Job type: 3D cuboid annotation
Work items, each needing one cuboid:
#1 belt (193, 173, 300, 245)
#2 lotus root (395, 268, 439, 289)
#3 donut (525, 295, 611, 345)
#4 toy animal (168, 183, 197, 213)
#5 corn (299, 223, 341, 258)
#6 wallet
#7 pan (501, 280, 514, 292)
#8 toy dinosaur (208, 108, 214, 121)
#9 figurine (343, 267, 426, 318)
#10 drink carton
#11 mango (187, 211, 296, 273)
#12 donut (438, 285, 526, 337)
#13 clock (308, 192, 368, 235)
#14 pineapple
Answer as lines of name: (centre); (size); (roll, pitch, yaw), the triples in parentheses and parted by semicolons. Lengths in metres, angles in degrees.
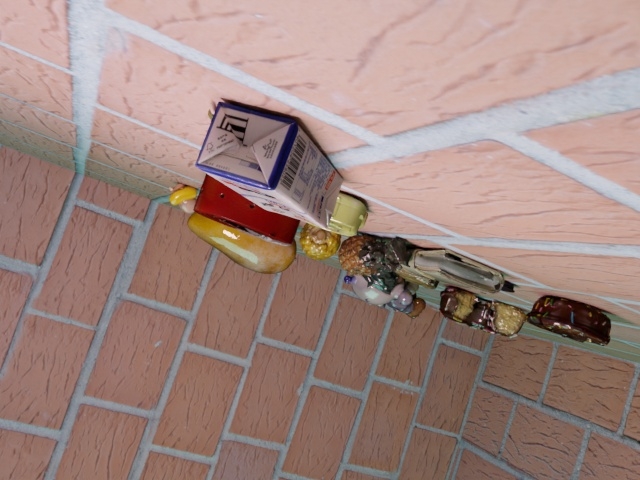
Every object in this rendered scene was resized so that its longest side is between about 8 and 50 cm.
belt: (-0.180, -0.074, 1.660); (0.324, 0.115, 0.227); (23, 174, -42)
lotus root: (0.314, 0.098, 1.957); (0.144, 0.070, 0.143); (20, 170, 31)
donut: (0.698, 0.222, 1.742); (0.216, 0.095, 0.230); (20, 175, 10)
toy animal: (-0.454, -0.152, 2.085); (0.114, 0.091, 0.082); (39, -169, -39)
corn: (0.000, 0.000, 1.807); (0.121, 0.120, 0.363); (19, 178, 2)
wallet: (0.329, 0.076, 1.702); (0.223, 0.077, 0.309); (17, 177, -22)
pan: (0.503, 0.131, 1.841); (0.136, 0.028, 0.235); (19, 172, 9)
toy dinosaur: (-0.151, -0.180, 0.946); (0.041, 0.026, 0.113); (37, -177, -3)
figurine: (0.240, 0.153, 2.141); (0.261, 0.186, 0.382); (26, 176, 46)
drink carton: (-0.065, -0.109, 0.989); (0.131, 0.106, 0.315); (19, 176, 17)
mango: (-0.247, -0.015, 2.026); (0.384, 0.198, 0.221); (22, 175, -20)
donut: (0.625, 0.289, 2.483); (0.345, 0.136, 0.259); (21, 171, -6)
clock: (0.020, -0.060, 1.350); (0.170, 0.069, 0.232); (17, 175, 16)
pineapple: (0.150, 0.038, 1.697); (0.128, 0.128, 0.248); (21, 169, -25)
